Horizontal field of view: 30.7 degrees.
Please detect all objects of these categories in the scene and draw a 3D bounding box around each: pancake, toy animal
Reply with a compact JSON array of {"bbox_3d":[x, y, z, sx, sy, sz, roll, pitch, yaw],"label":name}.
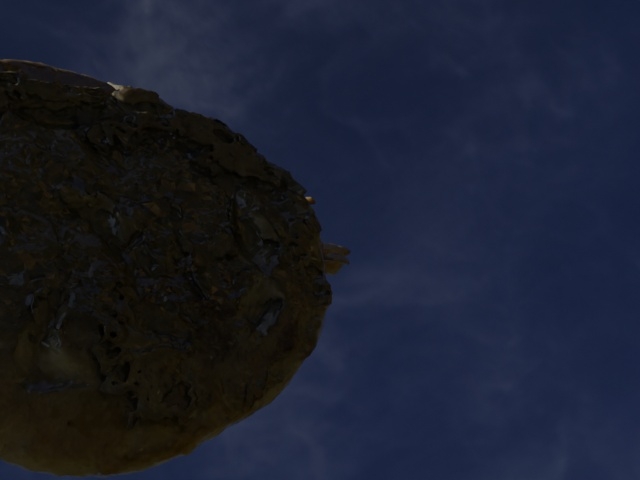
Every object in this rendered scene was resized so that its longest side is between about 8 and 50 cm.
[{"bbox_3d":[-0.129,0.000,0.635,0.282,0.282,0.049,5,-38,-25],"label":"pancake"},{"bbox_3d":[0.000,0.000,1.198,0.083,0.060,0.081,21,-77,-15],"label":"toy animal"}]
